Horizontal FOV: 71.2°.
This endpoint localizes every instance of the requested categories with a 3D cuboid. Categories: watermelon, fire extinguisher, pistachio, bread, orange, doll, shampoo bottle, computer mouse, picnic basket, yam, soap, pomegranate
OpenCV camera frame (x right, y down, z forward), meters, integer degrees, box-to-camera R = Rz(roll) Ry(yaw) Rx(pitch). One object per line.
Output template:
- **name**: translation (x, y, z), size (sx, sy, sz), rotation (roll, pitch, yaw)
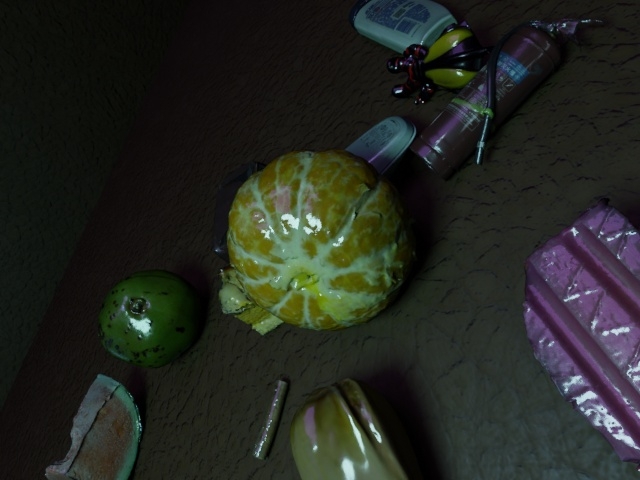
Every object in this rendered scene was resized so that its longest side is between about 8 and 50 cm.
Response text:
- **watermelon**: translation (-0.543, 0.500, 1.102), size (0.148, 0.226, 0.318), rotation (1, 77, 17)
- **fire extinguisher**: translation (0.313, -0.253, 0.776), size (0.341, 0.105, 0.141), rotation (-47, 58, 14)
- **pistachio**: translation (0.055, 0.331, 0.644), size (0.260, 0.163, 0.212), rotation (65, 156, 24)
- **bread**: translation (-0.131, 0.106, 0.954), size (0.169, 0.160, 0.140), rotation (-36, 45, 25)
- **orange**: translation (0.000, 0.000, 0.779), size (0.329, 0.329, 0.249), rotation (-31, 10, 29)
- **doll**: translation (0.235, -0.348, 0.899), size (0.088, 0.127, 0.249), rotation (-50, 33, -20)
- **shampoo bottle**: translation (0.195, -0.532, 1.084), size (0.134, 0.078, 0.359), rotation (-44, 42, 9)
- **computer mouse**: translation (0.085, -0.135, 0.933), size (0.288, 0.097, 0.159), rotation (-37, 25, 13)
- **picnic basket**: translation (-0.170, -0.062, 1.123), size (0.223, 0.129, 0.296), rotation (-25, 51, 31)
- **yam**: translation (-0.095, 0.346, 0.869), size (0.032, 0.032, 0.145), rotation (-1, 65, 45)
- **soap**: translation (0.347, 0.115, 0.483), size (0.182, 0.112, 0.289), rotation (-51, 45, 28)
- **pomegranate**: translation (-0.427, 0.203, 1.153), size (0.255, 0.270, 0.254), rotation (-2, 64, 5)

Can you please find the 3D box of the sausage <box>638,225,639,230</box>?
- **sausage**: translation (0.480, 0.054, 0.447), size (0.065, 0.066, 0.301), rotation (-50, 39, 10)
